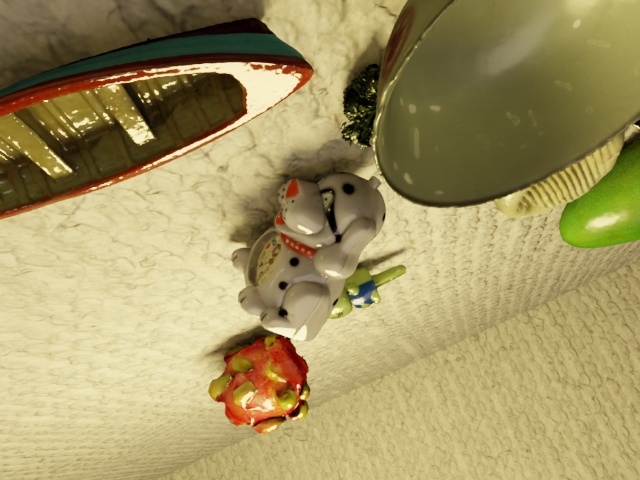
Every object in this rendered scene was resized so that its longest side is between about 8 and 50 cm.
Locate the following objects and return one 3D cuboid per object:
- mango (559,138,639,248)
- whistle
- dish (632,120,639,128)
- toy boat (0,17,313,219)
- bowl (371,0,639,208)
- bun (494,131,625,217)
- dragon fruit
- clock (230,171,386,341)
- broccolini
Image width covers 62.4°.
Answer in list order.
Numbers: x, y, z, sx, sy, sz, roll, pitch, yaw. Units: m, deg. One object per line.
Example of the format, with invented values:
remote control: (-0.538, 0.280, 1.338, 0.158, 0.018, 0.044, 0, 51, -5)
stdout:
mango: (0.684, -0.100, 1.119, 0.225, 0.201, 0.382, -11, 158, -47)
whistle: (0.083, 0.109, 1.155, 0.227, 0.085, 0.105, -23, 165, -2)
dish: (0.434, -0.274, 0.648, 0.080, 0.181, 0.243, -54, 178, -37)
toy boat: (-0.200, -0.107, 0.472, 0.391, 0.080, 0.136, -21, 154, -2)
bowl: (0.182, -0.194, 0.519, 0.336, 0.158, 0.337, -15, 149, -10)
bun: (0.343, -0.138, 0.819, 0.230, 0.133, 0.231, -20, 150, -12)
dragon fruit: (-0.142, 0.360, 1.304, 0.243, 0.228, 0.307, -16, 158, -4)
clock: (-0.004, 0.001, 0.785, 0.188, 0.189, 0.254, 4, 132, -45)
broccolini: (0.132, -0.165, 0.687, 0.271, 0.062, 0.123, -8, 161, -36)
